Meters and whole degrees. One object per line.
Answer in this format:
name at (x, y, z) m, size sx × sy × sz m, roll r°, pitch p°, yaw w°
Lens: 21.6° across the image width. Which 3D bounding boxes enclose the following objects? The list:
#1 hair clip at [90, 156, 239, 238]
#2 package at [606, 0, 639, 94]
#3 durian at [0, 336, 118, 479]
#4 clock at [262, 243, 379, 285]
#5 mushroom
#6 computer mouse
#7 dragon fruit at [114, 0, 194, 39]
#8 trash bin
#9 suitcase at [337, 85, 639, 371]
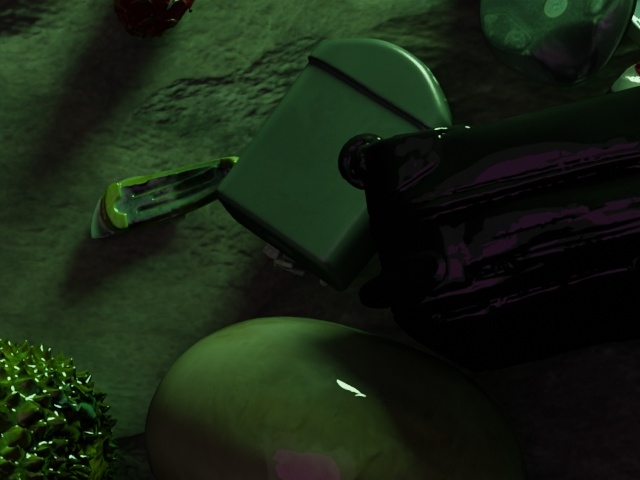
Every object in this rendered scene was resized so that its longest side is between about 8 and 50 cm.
hair clip at (-0.164, -0.051, 1.806) m, size 0.188 × 0.033 × 0.060 m, roll -17°, pitch 75°, yaw 16°
package at (0.415, -0.195, 1.642) m, size 0.269 × 0.071 × 0.194 m, roll 0°, pitch 75°, yaw 10°
durian at (-0.317, 0.221, 1.693) m, size 0.224 × 0.291 × 0.291 m, roll -34°, pitch 73°, yaw 13°
clock at (0.000, 0.000, 1.744) m, size 0.129 × 0.041 × 0.087 m, roll 23°, pitch 84°, yaw 24°
mushroom at (0.007, 0.229, 1.540) m, size 0.362 × 0.362 × 0.295 m, roll 20°, pitch 93°, yaw 19°
computer mouse at (0.237, -0.314, 1.703) m, size 0.167 × 0.090 × 0.379 m, roll -19°, pitch 61°, yaw 27°
dragon fruit at (-0.176, -0.311, 1.827) m, size 0.094 × 0.094 × 0.191 m, roll -1°, pitch 69°, yaw 17°
trash bin at (0.027, -0.088, 1.699) m, size 0.176 × 0.101 × 0.236 m, roll 35°, pitch 81°, yaw 21°
suitcase at (0.220, -0.009, 1.522) m, size 0.339 × 0.345 × 0.188 m, roll -14°, pitch 72°, yaw 14°
